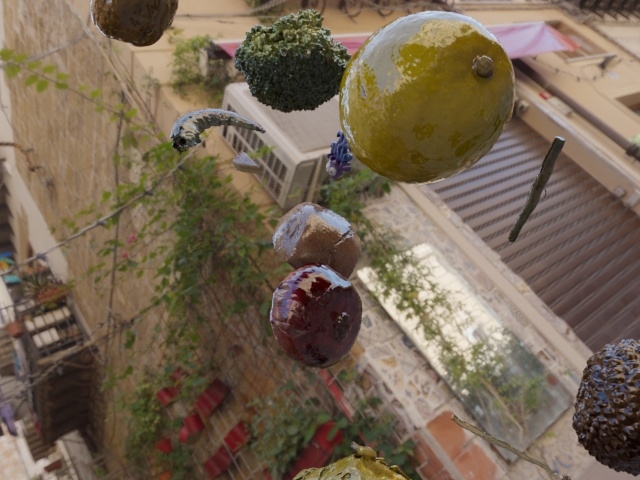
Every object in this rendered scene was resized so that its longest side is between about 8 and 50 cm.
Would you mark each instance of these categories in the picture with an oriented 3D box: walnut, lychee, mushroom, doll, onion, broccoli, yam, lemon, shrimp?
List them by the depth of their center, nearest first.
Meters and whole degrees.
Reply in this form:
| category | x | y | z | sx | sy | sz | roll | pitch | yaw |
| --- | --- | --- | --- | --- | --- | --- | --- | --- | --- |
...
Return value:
| category | x | y | z | sx | sy | sz | roll | pitch | yaw |
| --- | --- | --- | --- | --- | --- | --- | --- | --- | --- |
| walnut | -0.338 | -0.436 | 0.966 | 0.166 | 0.149 | 0.166 | -35 | 0 | 0 |
| lychee | 0.632 | 0.323 | 1.006 | 0.267 | 0.267 | 0.267 | -31 | -26 | -17 |
| lemon | 0.202 | -0.273 | 1.020 | 0.348 | 0.348 | 0.348 | -31 | -26 | -17 |
| yam | 0.423 | -0.093 | 1.028 | 0.029 | 0.027 | 0.234 | -6 | -53 | -27 |
| mushroom | 0.380 | 0.418 | 1.043 | 0.026 | 0.286 | 0.028 | -62 | 3 | -35 |
| onion | -0.005 | 0.177 | 1.221 | 0.246 | 0.190 | 0.246 | -4 | -84 | -46 |
| broccoli | -0.059 | -0.453 | 1.327 | 0.288 | 0.235 | 0.260 | 27 | -98 | -54 |
| shrimp | -0.333 | -0.352 | 1.621 | 0.287 | 0.185 | 0.068 | -9 | -46 | -23 |
| doll | 0.064 | -0.282 | 1.697 | 0.067 | 0.110 | 0.206 | -10 | -48 | -37 |

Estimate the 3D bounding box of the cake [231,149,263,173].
| category | x | y | z | sx | sy | sz | roll | pitch | yaw |
| --- | --- | --- | --- | --- | --- | --- | --- | --- | --- |
| cake | -0.240 | -0.247 | 1.752 | 0.065 | 0.121 | 0.052 | -42 | -38 | -12 |

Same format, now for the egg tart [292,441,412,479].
| category | x | y | z | sx | sy | sz | roll | pitch | yaw |
| --- | --- | --- | --- | --- | --- | --- | --- | --- | --- |
| egg tart | 0.077 | 0.330 | 0.611 | 0.107 | 0.291 | 0.291 | -62 | -25 | -3 |

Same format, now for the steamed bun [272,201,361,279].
| category | x | y | z | sx | sy | sz | roll | pitch | yaw |
| --- | --- | --- | --- | --- | --- | --- | --- | --- | --- |
| steamed bun | 0.000 | 0.000 | 1.565 | 0.199 | 0.301 | 0.251 | -41 | -67 | 10 |
